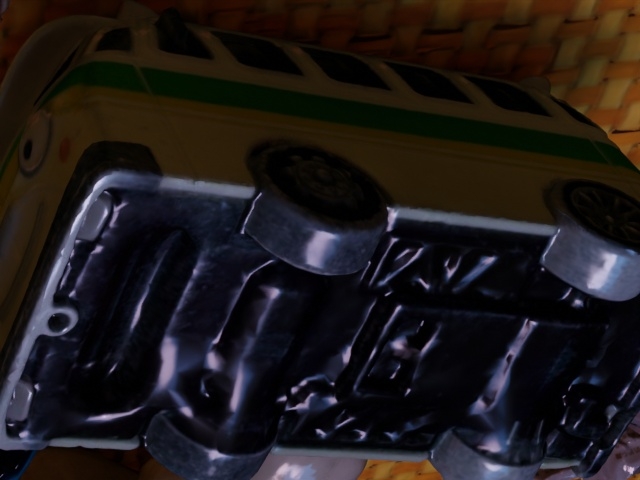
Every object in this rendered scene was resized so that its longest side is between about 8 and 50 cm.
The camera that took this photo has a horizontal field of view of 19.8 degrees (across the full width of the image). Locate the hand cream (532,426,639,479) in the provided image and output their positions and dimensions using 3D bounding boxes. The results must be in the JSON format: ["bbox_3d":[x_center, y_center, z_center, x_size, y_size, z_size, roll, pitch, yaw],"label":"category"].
[{"bbox_3d":[0.199,0.090,1.014,0.257,0.084,0.050,-12,154,-14],"label":"hand cream"}]

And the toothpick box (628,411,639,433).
[{"bbox_3d":[0.160,0.043,0.904,0.098,0.098,0.149,-36,141,26],"label":"toothpick box"}]

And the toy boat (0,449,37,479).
[{"bbox_3d":[-0.251,0.092,0.809,0.299,0.134,0.092,-24,-178,7],"label":"toy boat"}]

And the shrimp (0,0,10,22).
[{"bbox_3d":[-0.066,-0.161,0.561,0.169,0.058,0.296,-8,142,-18],"label":"shrimp"}]

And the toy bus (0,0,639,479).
[{"bbox_3d":[0.000,0.000,0.716,0.276,0.165,0.134,8,124,-31],"label":"toy bus"}]

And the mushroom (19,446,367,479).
[{"bbox_3d":[-0.064,0.169,0.904,0.243,0.243,0.243,-12,146,-8],"label":"mushroom"}]
